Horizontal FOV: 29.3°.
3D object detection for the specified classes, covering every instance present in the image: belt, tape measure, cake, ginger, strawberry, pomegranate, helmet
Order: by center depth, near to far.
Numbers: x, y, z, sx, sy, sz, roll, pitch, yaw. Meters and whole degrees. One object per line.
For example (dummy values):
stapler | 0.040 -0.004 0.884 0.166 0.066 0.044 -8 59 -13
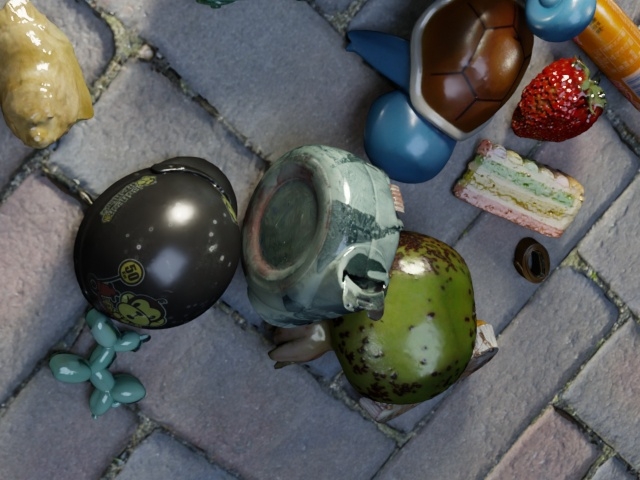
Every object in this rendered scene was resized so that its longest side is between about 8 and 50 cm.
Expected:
ginger | -0.382 -0.214 1.609 0.115 0.123 0.193 -19 116 5
helmet | -0.209 0.015 1.762 0.279 0.160 0.230 -39 121 -14
tape measure | 0.000 0.000 1.805 0.147 0.256 0.275 18 66 -38
pomegranate | 0.077 0.127 1.937 0.340 0.285 0.285 -8 120 10
strawberry | 0.390 -0.224 2.004 0.131 0.131 0.148 23 144 -33
cake | 0.341 -0.081 2.054 0.225 0.090 0.109 18 107 -31
belt | 0.372 0.037 2.154 0.059 0.036 0.083 -26 121 -13

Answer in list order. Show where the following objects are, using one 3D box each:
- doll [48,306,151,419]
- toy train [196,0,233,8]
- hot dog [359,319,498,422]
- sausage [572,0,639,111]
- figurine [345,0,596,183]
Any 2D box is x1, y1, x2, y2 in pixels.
doll | -0.326 0.195 1.852 0.158 0.059 0.159 30 95 -34
toy train | -0.069 -0.365 1.672 0.248 0.159 0.101 -8 111 -23
hot dog | 0.186 0.219 2.096 0.268 0.075 0.144 -24 154 -17
sausage | 0.474 -0.330 2.006 0.312 0.093 0.093 36 93 -34
figurine | 0.225 -0.275 1.853 0.416 0.243 0.298 -42 137 21
